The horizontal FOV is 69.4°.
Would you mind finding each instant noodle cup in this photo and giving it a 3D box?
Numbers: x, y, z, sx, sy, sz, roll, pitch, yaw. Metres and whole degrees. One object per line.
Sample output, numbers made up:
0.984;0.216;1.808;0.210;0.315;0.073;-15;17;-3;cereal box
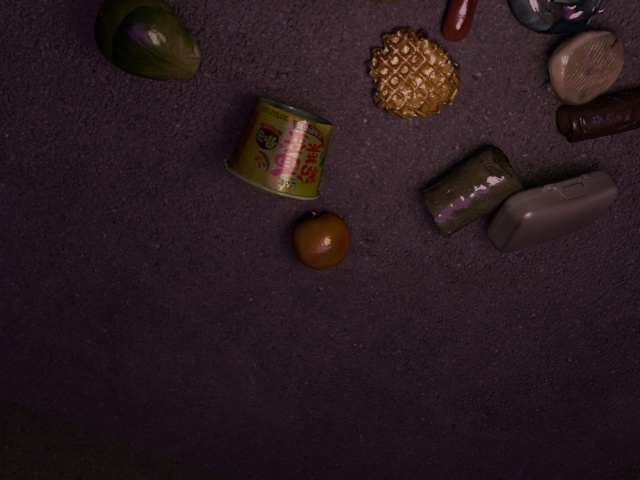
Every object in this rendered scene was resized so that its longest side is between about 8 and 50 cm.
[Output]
-0.111;-0.280;1.375;0.312;0.311;0.221;17;109;-9;instant noodle cup

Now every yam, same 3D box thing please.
0.876;-0.377;1.393;0.280;0.131;0.130;-13;119;9;yam
0.480;-0.159;1.482;0.300;0.195;0.195;-34;114;19;yam

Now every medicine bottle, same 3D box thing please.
0.732;-0.089;1.470;0.376;0.122;0.282;-15;151;-11;medicine bottle

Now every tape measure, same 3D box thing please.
0.632;-0.685;1.203;0.257;0.147;0.274;4;119;-1;tape measure

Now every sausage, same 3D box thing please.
0.391;-0.648;1.269;0.077;0.077;0.193;10;121;-5;sausage

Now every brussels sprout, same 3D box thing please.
-0.466;-0.550;1.264;0.272;0.210;0.219;22;124;-29;brussels sprout

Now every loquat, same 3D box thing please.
0.000;0.000;1.577;0.208;0.208;0.207;0;120;0;loquat

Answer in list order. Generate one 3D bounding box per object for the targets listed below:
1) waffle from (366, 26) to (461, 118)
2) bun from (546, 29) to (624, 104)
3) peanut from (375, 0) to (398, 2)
0.278;-0.488;1.368;0.281;0.060;0.261;-4;120;3;waffle
0.744;-0.498;1.328;0.238;0.116;0.209;7;118;-20;bun
0.227;-0.709;1.216;0.257;0.123;0.123;-21;118;4;peanut
